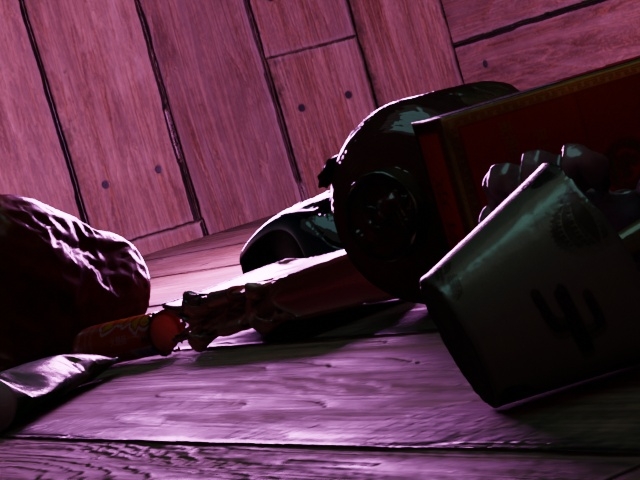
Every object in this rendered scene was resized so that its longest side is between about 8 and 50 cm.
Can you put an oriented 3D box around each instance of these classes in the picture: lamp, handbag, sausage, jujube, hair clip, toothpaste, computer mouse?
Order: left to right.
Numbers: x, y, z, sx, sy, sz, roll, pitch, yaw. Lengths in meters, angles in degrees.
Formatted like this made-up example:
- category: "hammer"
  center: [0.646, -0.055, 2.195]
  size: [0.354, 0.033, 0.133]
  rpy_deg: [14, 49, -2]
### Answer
- category: "toothpaste"
  center: [-0.246, 0.125, 1.561]
  size: [0.078, 0.047, 0.248]
  rpy_deg: [-11, 3, 14]
- category: "jujube"
  center: [-0.289, 0.047, 1.865]
  size: [0.255, 0.190, 0.190]
  rpy_deg: [-2, -7, -44]
- category: "sausage"
  center: [-0.191, 0.095, 1.743]
  size: [0.145, 0.048, 0.050]
  rpy_deg: [-14, 42, 44]
- category: "handbag"
  center: [-0.029, 0.049, 1.639]
  size: [0.157, 0.059, 0.212]
  rpy_deg: [-17, 2, -36]
- category: "computer mouse"
  center: [0.000, 0.000, 1.948]
  size: [0.137, 0.096, 0.233]
  rpy_deg: [-19, 6, -33]
- category: "lamp"
  center: [0.104, -0.043, 1.515]
  size: [0.180, 0.180, 0.258]
  rpy_deg: [-13, 3, 37]
- category: "lamp"
  center: [0.164, 0.003, 0.977]
  size: [0.214, 0.121, 0.121]
  rpy_deg: [-27, 5, -7]
- category: "hair clip"
  center: [0.248, -0.017, 1.120]
  size: [0.300, 0.069, 0.173]
  rpy_deg: [-7, -29, -6]

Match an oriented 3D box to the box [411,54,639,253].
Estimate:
- category: "box"
  center: [0.205, -0.051, 1.400]
  size: [0.239, 0.153, 0.074]
  rpy_deg: [-17, 0, -16]
